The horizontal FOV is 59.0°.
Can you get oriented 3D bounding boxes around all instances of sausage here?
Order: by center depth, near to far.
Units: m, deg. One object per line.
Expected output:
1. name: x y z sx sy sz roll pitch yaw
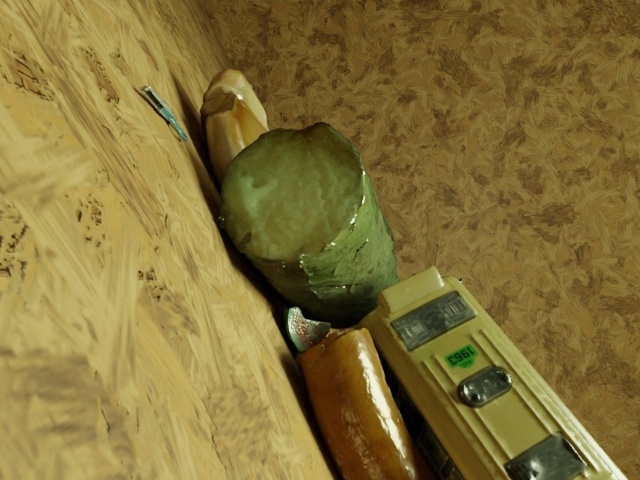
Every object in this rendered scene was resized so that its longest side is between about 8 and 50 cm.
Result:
1. sausage: 0.063 0.235 0.661 0.270 0.109 0.109 63 3 5

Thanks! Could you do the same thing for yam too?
1. yam: 0.000 0.000 0.783 0.195 0.195 0.300 65 4 31

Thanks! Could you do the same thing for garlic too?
1. garlic: -0.112 -0.126 0.886 0.228 0.110 0.217 48 23 -37

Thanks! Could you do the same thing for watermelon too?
1. watermelon: -0.017 0.116 0.757 0.085 0.061 0.085 161 -90 -86

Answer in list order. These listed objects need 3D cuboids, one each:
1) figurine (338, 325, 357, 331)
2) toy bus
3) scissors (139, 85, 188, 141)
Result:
1. figurine: 0.091 0.186 1.013 0.343 0.187 0.215 56 12 3
2. toy bus: 0.190 0.214 0.717 0.365 0.177 0.201 54 -19 34
3. scissors: -0.185 -0.155 0.662 0.058 0.014 0.119 59 -1 11
